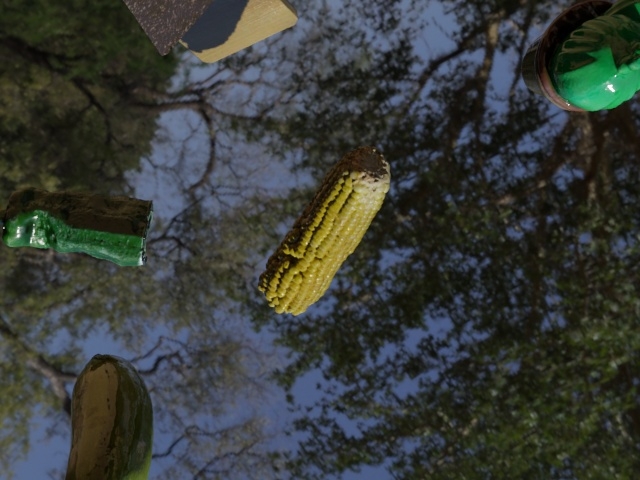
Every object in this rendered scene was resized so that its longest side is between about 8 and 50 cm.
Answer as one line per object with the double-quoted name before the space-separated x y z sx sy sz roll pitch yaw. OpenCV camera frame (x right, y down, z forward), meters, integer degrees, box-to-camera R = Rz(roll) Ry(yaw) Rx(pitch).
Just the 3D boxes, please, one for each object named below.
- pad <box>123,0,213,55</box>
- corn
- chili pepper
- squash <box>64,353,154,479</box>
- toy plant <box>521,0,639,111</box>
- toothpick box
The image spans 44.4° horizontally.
"pad" -0.131 -0.405 0.985 0.004 0.220 0.330 37 -98 18
"corn" 0.000 0.000 1.035 0.320 0.097 0.097 -56 -177 45
"chili pepper" -0.423 -0.029 1.320 0.270 0.099 0.136 5 -117 -6
"squash" -0.231 0.192 0.867 0.094 0.094 0.341 -34 -157 -2
"toy plant" 0.285 -0.190 0.794 0.143 0.105 0.200 -44 -163 -7
"toothpick box" -0.170 -0.490 1.281 0.190 0.187 0.308 -17 -115 24
